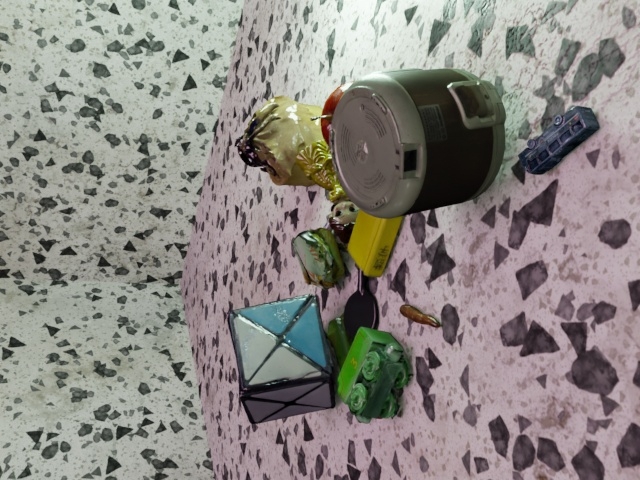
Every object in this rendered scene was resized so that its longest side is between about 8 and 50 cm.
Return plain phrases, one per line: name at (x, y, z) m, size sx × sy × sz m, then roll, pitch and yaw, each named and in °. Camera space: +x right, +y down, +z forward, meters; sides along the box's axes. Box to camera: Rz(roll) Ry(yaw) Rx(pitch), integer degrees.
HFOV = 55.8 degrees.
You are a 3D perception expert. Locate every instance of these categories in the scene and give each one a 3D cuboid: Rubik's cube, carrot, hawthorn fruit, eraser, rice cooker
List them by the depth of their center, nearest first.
rice cooker at (0.222, -0.226, 1.350) m, size 0.335 × 0.325 × 0.335 m, roll 32°, pitch 128°, yaw 53°
carrot at (0.256, 0.198, 1.566) m, size 0.165 × 0.035 × 0.036 m, roll 23°, pitch 108°, yaw 62°
hawthorn fruit at (0.089, -0.346, 1.727) m, size 0.242 × 0.271 × 0.242 m, roll 177°, pitch 90°, yaw -65°
eraser at (0.158, -0.021, 1.770) m, size 0.158 × 0.069 × 0.226 m, roll -124°, pitch 43°, yaw -52°
Rubik's cube at (-0.125, 0.382, 1.951) m, size 0.310 × 0.307 × 0.305 m, roll 87°, pitch 171°, yaw -57°

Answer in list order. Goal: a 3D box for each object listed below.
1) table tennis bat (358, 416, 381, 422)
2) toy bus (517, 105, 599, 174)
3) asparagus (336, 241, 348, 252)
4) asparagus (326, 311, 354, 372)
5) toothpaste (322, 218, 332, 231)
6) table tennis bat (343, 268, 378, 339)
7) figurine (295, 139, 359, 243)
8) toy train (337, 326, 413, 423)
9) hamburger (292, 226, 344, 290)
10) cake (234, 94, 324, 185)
table tennis bat at (0.154, 0.475, 1.737) m, size 0.155 × 0.019 × 0.098 m, roll -51°, pitch 42°, yaw 30°
toy bus at (0.455, -0.190, 1.165) m, size 0.166 × 0.047 × 0.065 m, roll -50°, pitch 46°, yaw 52°
asparagus at (0.042, 0.022, 2.070) m, size 0.236 × 0.027 × 0.034 m, roll -179°, pitch 88°, yaw -65°
asparagus at (0.086, 0.366, 1.865) m, size 0.082 × 0.085 × 0.343 m, roll -36°, pitch 48°, yaw 30°
toothpaste at (0.000, 0.000, 2.112) m, size 0.218 × 0.033 × 0.052 m, roll -58°, pitch 15°, yaw 24°
table tennis bat at (0.123, 0.188, 1.845) m, size 0.150 × 0.027 × 0.236 m, roll -10°, pitch 72°, yaw 50°
figurine at (0.056, -0.152, 1.923) m, size 0.168 × 0.187 × 0.315 m, roll -51°, pitch 50°, yaw 49°
toy train at (0.142, 0.370, 1.664) m, size 0.243 × 0.132 × 0.188 m, roll -69°, pitch 25°, yaw 13°
hamburger at (0.006, 0.057, 1.997) m, size 0.214 × 0.125 × 0.235 m, roll 60°, pitch 150°, yaw 4°
cake at (-0.160, -0.360, 2.225) m, size 0.332 × 0.321 × 0.332 m, roll -15°, pitch 74°, yaw 62°
